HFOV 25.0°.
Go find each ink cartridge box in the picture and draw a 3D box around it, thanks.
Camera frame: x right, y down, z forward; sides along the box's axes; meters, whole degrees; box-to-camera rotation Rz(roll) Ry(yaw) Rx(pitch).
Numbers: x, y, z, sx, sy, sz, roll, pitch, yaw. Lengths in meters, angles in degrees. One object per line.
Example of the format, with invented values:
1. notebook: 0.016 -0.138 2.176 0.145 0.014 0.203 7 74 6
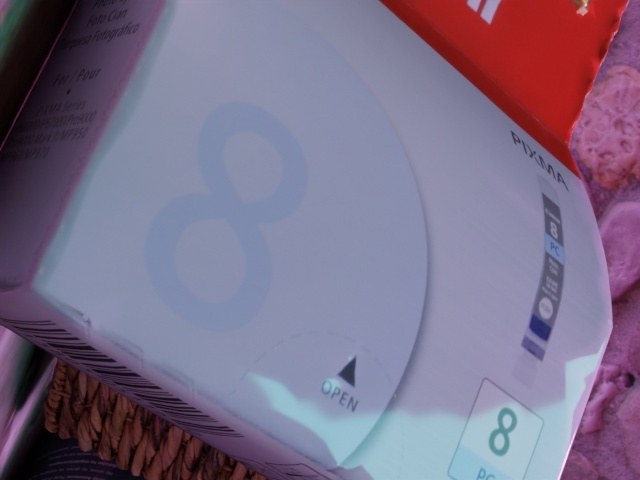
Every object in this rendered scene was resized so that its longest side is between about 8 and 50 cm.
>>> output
1. ink cartridge box: 0.042 -0.072 0.688 0.091 0.308 0.385 2 -118 51

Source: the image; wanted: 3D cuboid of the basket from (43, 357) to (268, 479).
1. basket: -0.023 0.030 0.940 0.213 0.223 0.299 -52 166 -45

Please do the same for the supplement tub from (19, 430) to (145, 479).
1. supplement tub: -0.161 0.254 1.094 0.272 0.191 0.191 -68 -179 -50
